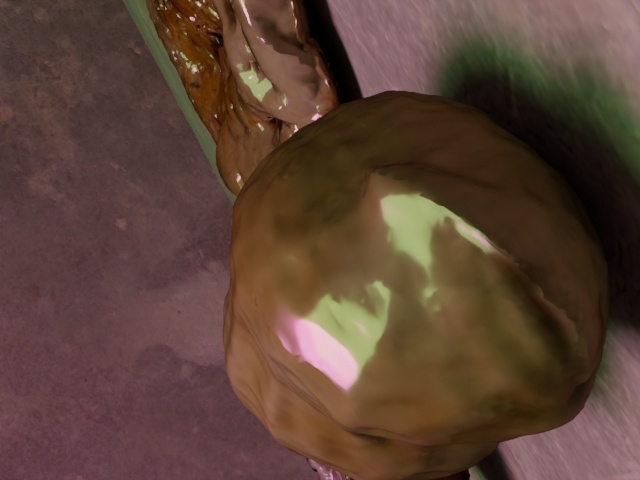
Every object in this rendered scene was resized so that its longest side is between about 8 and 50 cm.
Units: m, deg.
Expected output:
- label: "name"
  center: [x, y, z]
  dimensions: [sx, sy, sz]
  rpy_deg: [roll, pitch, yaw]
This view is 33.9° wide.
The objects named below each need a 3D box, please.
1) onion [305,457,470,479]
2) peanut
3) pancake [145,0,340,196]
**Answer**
- label: "onion"
  center: [0.051, 0.147, 0.940]
  dimensions: [0.314, 0.146, 0.280]
  rpy_deg: [-113, 13, -61]
- label: "peanut"
  center: [0.027, 0.029, 0.509]
  dimensions: [0.340, 0.158, 0.174]
  rpy_deg: [92, 171, -70]
- label: "pancake"
  center: [-0.088, -0.191, 0.809]
  dimensions: [0.387, 0.082, 0.387]
  rpy_deg: [60, 167, 23]
